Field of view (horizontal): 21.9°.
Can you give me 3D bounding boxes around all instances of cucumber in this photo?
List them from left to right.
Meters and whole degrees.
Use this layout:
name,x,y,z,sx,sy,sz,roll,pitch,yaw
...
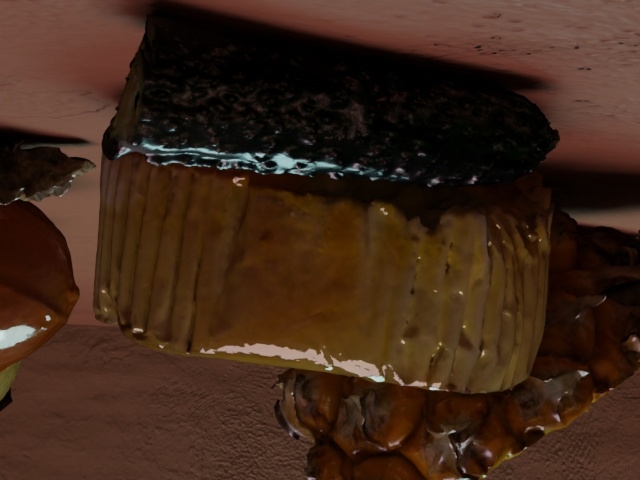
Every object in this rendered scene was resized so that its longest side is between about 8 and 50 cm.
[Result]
name,x,y,z,sx,sy,sz,roll,pitch,yaw
cucumber,0.009,-0.057,0.772,0.245,0.067,0.067,6,173,-36

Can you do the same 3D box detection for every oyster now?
name,x,y,z,sx,sy,sz,roll,pitch,yaw
oyster,-0.225,-0.042,1.039,0.103,0.051,0.148,-8,-177,45

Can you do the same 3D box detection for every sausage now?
name,x,y,z,sx,sy,sz,roll,pitch,yaw
sausage,-0.312,0.028,1.240,0.268,0.153,0.141,0,163,15

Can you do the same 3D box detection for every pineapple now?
name,x,y,z,sx,sy,sz,roll,pitch,yaw
pineapple,0.129,0.018,1.130,0.286,0.209,0.344,-36,179,26

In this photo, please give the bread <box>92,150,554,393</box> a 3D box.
name,x,y,z,sx,sy,sz,roll,pitch,yaw
bread,0.000,0.000,0.903,0.250,0.133,0.179,9,-175,18

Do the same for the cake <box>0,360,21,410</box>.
name,x,y,z,sx,sy,sz,roll,pitch,yaw
cake,-0.331,0.052,1.457,0.207,0.185,0.178,25,127,-21
